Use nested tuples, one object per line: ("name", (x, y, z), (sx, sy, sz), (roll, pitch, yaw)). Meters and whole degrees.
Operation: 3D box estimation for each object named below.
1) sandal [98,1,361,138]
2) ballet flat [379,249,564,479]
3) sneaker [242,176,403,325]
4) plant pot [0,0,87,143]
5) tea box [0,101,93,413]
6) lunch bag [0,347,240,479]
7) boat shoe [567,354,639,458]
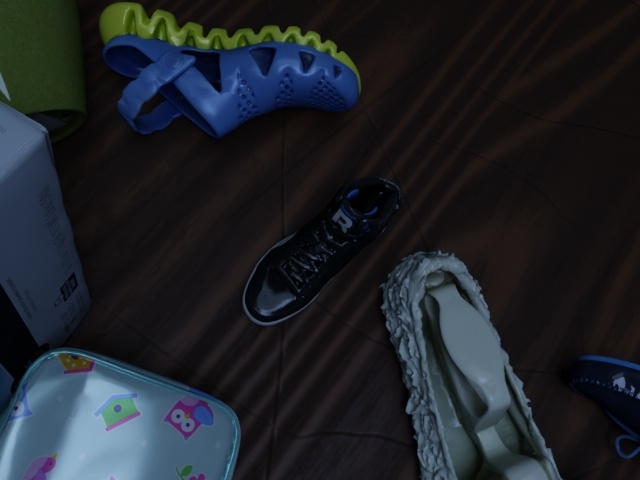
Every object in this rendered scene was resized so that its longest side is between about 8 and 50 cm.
("sandal", (-0.111, -0.181, 0.691), (0.317, 0.126, 0.138), (6, 74, 1))
("ballet flat", (0.164, 0.197, 0.596), (0.147, 0.147, 0.409), (-17, 76, -14))
("sneaker", (0.000, 0.000, 0.640), (0.217, 0.121, 0.079), (-41, 81, -19))
("plant pot", (-0.373, -0.243, 0.607), (0.275, 0.275, 0.293), (-23, 92, -16))
("tea box", (-0.367, 0.066, 0.423), (0.220, 0.329, 0.323), (30, 61, 1))
("lunch bag", (-0.201, 0.252, 0.515), (0.224, 0.108, 0.279), (25, 73, -19))
("boat shoe", (0.393, 0.210, 0.622), (0.258, 0.109, 0.089), (24, 71, 17))
